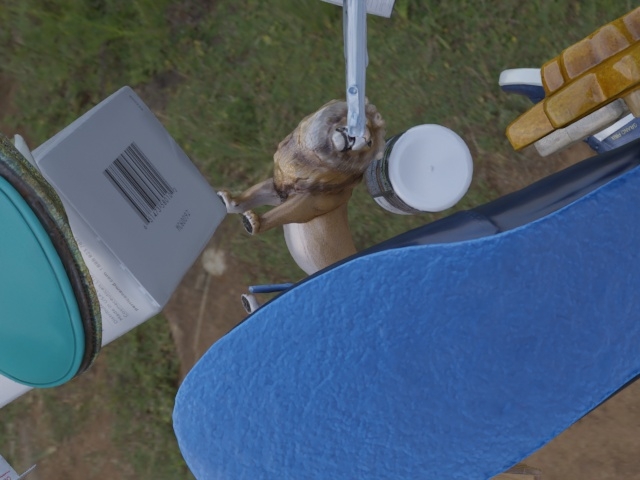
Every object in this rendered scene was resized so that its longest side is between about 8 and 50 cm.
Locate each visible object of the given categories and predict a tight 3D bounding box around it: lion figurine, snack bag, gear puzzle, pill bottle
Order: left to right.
[{"bbox_3d":[0.000,0.000,1.494,0.142,0.240,0.392,33,138,50],"label":"lion figurine"},{"bbox_3d":[0.046,-0.344,1.267,0.037,0.323,0.342,0,35,0],"label":"snack bag"},{"bbox_3d":[0.141,-0.105,1.616,0.130,0.245,0.130,0,91,-9],"label":"pill bottle"},{"bbox_3d":[0.166,-0.102,0.430,0.175,0.339,0.044,-31,89,46],"label":"gear puzzle"}]

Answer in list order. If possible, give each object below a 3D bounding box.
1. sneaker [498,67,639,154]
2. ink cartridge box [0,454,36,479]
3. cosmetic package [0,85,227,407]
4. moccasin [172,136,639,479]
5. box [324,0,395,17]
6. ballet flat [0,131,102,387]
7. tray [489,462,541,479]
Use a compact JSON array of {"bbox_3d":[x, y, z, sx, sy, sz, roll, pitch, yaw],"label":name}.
[{"bbox_3d":[0.433,-0.178,1.616,0.350,0.131,0.148,18,109,29],"label":"sneaker"},{"bbox_3d":[-0.224,0.166,0.662,0.028,0.048,0.083,47,109,2],"label":"ink cartridge box"},{"bbox_3d":[-0.285,0.041,0.914,0.365,0.197,0.155,-31,106,25],"label":"cosmetic package"},{"bbox_3d":[0.096,0.045,0.527,0.342,0.117,0.138,-20,89,-2],"label":"moccasin"},{"bbox_3d":[0.028,-0.509,1.911,0.232,0.322,0.058,15,121,-3],"label":"box"},{"bbox_3d":[-0.242,-0.057,0.641,0.123,0.348,0.123,-26,32,17],"label":"ballet flat"},{"bbox_3d":[0.160,0.355,1.630,0.203,0.411,0.076,8,82,-14],"label":"tray"}]
